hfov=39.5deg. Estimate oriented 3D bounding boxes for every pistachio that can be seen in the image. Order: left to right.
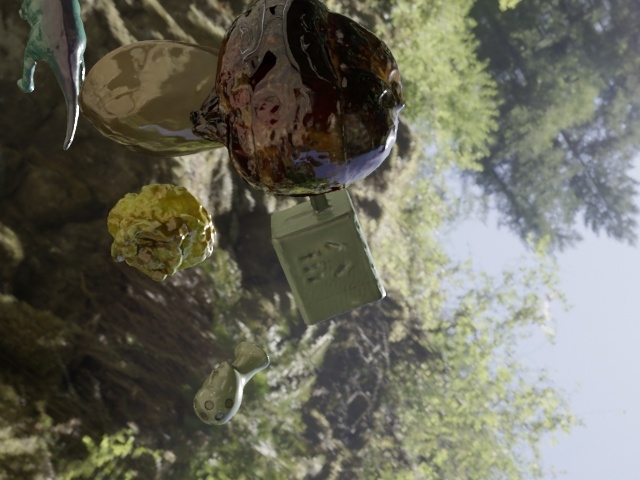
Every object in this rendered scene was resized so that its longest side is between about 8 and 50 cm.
[{"bbox_3d":[-0.229,-0.227,1.381,0.287,0.197,0.166,-8,-140,-12],"label":"pistachio"}]

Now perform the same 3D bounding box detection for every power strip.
[{"bbox_3d":[0.000,0.000,1.431,0.140,0.224,0.139,-21,-160,4],"label":"power strip"}]

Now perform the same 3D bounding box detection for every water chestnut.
[{"bbox_3d":[-0.029,-0.182,1.189,0.244,0.289,0.289,-43,-156,47],"label":"water chestnut"}]

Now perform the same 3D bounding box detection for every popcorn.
[{"bbox_3d":[-0.287,-0.010,1.623,0.197,0.197,0.156,-28,-130,21],"label":"popcorn"}]

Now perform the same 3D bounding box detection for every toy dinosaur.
[{"bbox_3d":[-0.438,-0.401,1.476,0.331,0.129,0.384,119,-42,-53],"label":"toy dinosaur"}]

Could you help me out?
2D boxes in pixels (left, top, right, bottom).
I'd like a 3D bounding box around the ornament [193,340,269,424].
[{"bbox_3d":[-0.153,0.237,1.475,0.074,0.081,0.156,-5,-150,36],"label":"ornament"}]
